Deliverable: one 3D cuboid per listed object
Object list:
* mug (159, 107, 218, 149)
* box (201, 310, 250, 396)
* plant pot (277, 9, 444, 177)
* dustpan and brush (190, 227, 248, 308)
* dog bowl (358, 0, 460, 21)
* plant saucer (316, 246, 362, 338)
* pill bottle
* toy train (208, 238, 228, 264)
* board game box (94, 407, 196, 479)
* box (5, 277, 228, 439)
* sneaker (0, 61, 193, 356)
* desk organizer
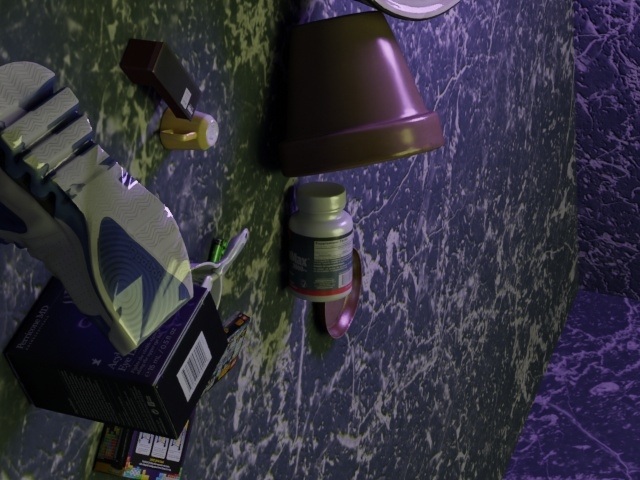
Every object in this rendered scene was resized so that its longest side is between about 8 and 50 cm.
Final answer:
[{"bbox_3d":[-0.176,-0.143,1.896,0.062,0.064,0.078,76,32,-46],"label":"mug"},{"bbox_3d":[-0.155,0.173,2.089,0.137,0.027,0.094,-43,157,-57],"label":"box"},{"bbox_3d":[0.049,-0.234,2.207,0.263,0.263,0.229,-23,104,-64],"label":"plant pot"},{"bbox_3d":[-0.166,0.062,2.007,0.147,0.060,0.211,71,36,-50],"label":"dustpan and brush"},{"bbox_3d":[0.102,-0.544,2.151,0.408,0.150,0.408,-13,108,-44],"label":"dog bowl"},{"bbox_3d":[0.031,0.092,2.544,0.168,0.029,0.169,9,90,-68],"label":"plant saucer"},{"bbox_3d":[0.000,0.000,2.325,0.108,0.107,0.180,-39,134,-58],"label":"pill bottle"},{"bbox_3d":[-0.156,0.036,2.082,0.023,0.017,0.083,27,74,-56],"label":"toy train"},{"bbox_3d":[-0.235,0.259,1.940,0.170,0.048,0.141,36,63,-65],"label":"board game box"},{"bbox_3d":[-0.237,0.128,1.668,0.108,0.207,0.153,75,32,-45],"label":"box"},{"bbox_3d":[-0.278,-0.024,1.501,0.127,0.182,0.316,-38,98,-39],"label":"sneaker"},{"bbox_3d":[-0.204,-0.206,1.818,0.130,0.050,0.047,55,49,-60],"label":"desk organizer"}]
